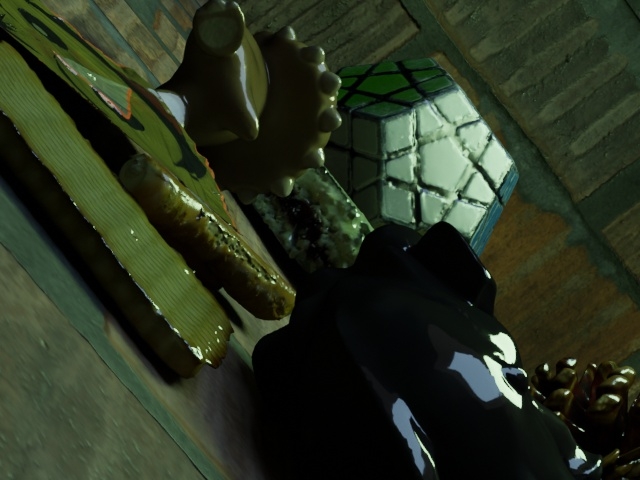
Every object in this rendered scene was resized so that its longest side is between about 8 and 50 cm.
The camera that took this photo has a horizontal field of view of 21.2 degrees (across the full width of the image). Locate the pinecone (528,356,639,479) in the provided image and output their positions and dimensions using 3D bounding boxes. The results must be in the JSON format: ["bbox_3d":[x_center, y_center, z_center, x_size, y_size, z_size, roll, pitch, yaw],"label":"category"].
[{"bbox_3d":[0.298,0.245,1.849,0.264,0.264,0.264,51,6,-7],"label":"pinecone"}]

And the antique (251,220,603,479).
[{"bbox_3d":[0.081,0.130,1.186,0.255,0.185,0.322,53,9,-8],"label":"antique"}]

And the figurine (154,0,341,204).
[{"bbox_3d":[-0.066,-0.127,1.651,0.173,0.177,0.247,34,-5,-2],"label":"figurine"}]

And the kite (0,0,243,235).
[{"bbox_3d":[-0.186,-0.135,1.353,0.377,0.013,0.327,47,8,19],"label":"kite"}]

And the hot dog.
[{"bbox_3d":[-0.089,0.004,1.298,0.066,0.047,0.215,38,-5,40],"label":"hot dog"}]

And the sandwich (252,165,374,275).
[{"bbox_3d":[0.004,-0.003,1.818,0.288,0.099,0.254,52,5,-12],"label":"sandwich"}]

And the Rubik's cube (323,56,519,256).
[{"bbox_3d":[0.095,-0.076,2.149,0.264,0.319,0.319,28,1,11],"label":"Rubik's cube"}]

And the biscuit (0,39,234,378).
[{"bbox_3d":[-0.146,-0.021,1.085,0.254,0.029,0.172,51,5,-3],"label":"biscuit"}]
